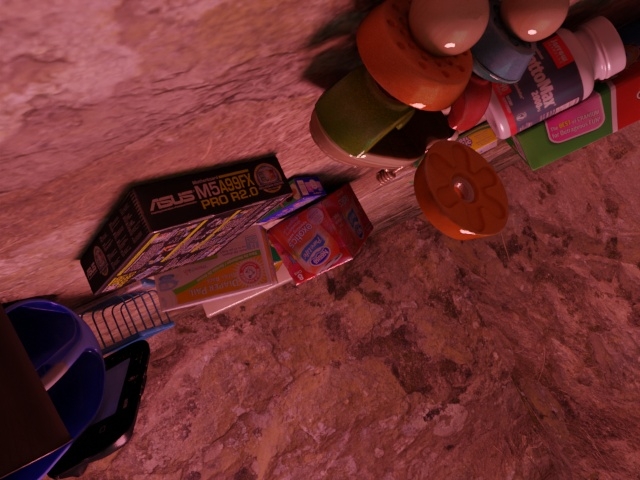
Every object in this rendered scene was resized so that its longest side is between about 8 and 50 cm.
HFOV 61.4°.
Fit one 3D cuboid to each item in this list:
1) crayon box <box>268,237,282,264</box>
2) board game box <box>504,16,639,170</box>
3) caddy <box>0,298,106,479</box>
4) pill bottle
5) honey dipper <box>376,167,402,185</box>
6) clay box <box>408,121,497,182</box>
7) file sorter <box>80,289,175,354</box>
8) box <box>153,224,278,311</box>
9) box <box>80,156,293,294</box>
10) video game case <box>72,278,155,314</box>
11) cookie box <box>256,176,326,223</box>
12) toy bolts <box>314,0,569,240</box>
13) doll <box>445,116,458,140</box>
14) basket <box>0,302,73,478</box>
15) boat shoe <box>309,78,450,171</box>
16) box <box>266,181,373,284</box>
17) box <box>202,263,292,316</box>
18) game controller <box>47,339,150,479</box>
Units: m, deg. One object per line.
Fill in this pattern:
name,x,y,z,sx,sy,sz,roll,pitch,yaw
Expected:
crayon box,-0.198,0.067,1.487,0.165,0.081,0.278,-24,175,-11
board game box,0.439,-0.246,0.850,0.316,0.064,0.242,-26,-157,14
caddy,-0.485,0.240,0.842,0.179,0.241,0.341,-19,-164,19
pill bottle,0.312,-0.228,0.748,0.180,0.108,0.108,-27,175,14
honey dipper,0.194,-0.172,1.200,0.160,0.030,0.030,-30,173,35
clay box,0.311,-0.204,1.300,0.222,0.053,0.127,-25,175,17
file sorter,-0.433,0.180,1.216,0.118,0.104,0.170,-25,175,8
box,-0.189,0.051,0.982,0.203,0.114,0.103,-15,176,1
box,-0.196,-0.017,0.763,0.216,0.060,0.270,-20,172,-40
video game case,-0.464,0.129,1.232,0.166,0.015,0.119,-25,175,-6
cookie box,-0.058,-0.072,0.954,0.107,0.040,0.092,-27,176,27
toy bolts,0.149,-0.141,0.488,0.228,0.218,0.158,-44,-178,-39
doll,0.201,-0.186,0.992,0.189,0.046,0.129,-29,170,-48
basket,-0.400,0.155,0.594,0.204,0.227,0.154,-27,175,34
boat shoe,0.064,-0.126,0.646,0.098,0.109,0.302,-30,179,32
box,0.009,-0.022,1.089,0.128,0.123,0.257,-26,-174,19
box,-0.230,0.124,1.689,0.311,0.121,0.148,-24,175,-12
game controller,-0.406,0.301,1.014,0.166,0.067,0.319,-36,-157,4
